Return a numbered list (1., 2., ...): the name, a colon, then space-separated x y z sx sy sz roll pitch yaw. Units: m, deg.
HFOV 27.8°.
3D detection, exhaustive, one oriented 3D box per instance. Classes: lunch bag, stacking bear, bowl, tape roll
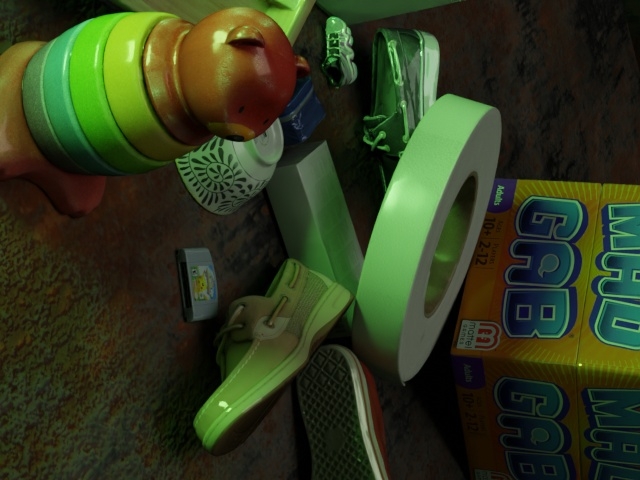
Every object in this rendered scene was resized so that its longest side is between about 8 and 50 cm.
1. lunch bag: -0.045 -0.165 1.639 0.065 0.067 0.098 65 34 -26
2. stacking bear: -0.154 -0.137 1.205 0.175 0.289 0.164 32 55 -54
3. bowl: -0.096 -0.120 1.523 0.170 0.080 0.170 28 58 -55
4. tape roll: 0.146 -0.001 1.736 0.392 0.072 0.392 19 90 -75

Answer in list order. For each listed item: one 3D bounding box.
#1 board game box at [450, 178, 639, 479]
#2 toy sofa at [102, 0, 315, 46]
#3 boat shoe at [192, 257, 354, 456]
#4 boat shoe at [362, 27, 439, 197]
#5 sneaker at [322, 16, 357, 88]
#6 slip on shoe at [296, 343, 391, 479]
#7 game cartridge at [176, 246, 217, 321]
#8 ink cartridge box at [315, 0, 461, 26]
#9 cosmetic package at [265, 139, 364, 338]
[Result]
1. board game box: 0.420 0.159 1.995 0.357 0.356 0.356 76 25 -46
2. toy sofa: -0.184 -0.302 1.341 0.362 0.177 0.150 30 85 -48
3. boat shoe: -0.073 0.126 1.481 0.110 0.122 0.341 38 30 3
4. boat shoe: 0.109 -0.161 1.891 0.102 0.108 0.301 2 92 -28
5. sneaker: 0.021 -0.261 1.813 0.069 0.038 0.098 -41 117 -58
6. slip on shoe: 0.042 0.296 1.621 0.101 0.123 0.331 16 63 -63
7. game cartridge: -0.138 0.049 1.465 0.056 0.017 0.083 -3 85 -65
8. ink cartridge box: 0.118 -0.521 1.819 0.160 0.279 0.385 32 55 -55
9. cosmetic package: 0.000 0.000 1.678 0.099 0.060 0.239 -43 119 -56
